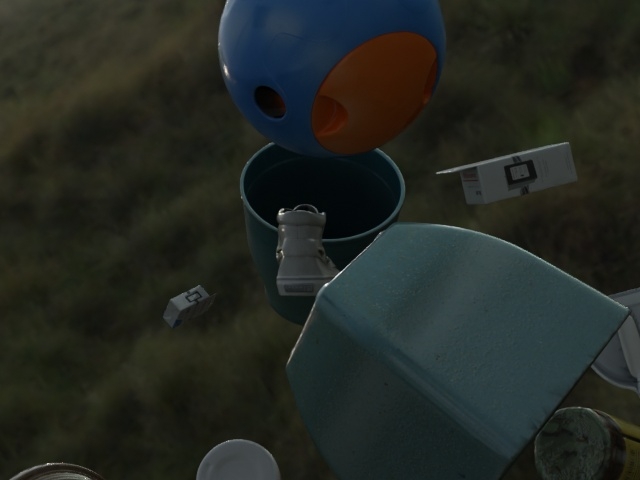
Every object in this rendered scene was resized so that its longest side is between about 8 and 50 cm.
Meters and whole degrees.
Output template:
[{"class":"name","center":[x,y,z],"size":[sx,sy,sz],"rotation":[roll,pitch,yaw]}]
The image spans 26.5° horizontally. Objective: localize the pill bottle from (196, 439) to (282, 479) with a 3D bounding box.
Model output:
[{"class":"pill bottle","center":[-0.114,0.391,2.048],"size":[0.124,0.124,0.221],"rotation":[-34,-24,-15]}]

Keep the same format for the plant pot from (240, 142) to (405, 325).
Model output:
[{"class":"plant pot","center":[0.000,0.000,2.317],"size":[0.271,0.255,0.272],"rotation":[1,43,-1]}]

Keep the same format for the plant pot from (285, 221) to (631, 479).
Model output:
[{"class":"plant pot","center":[0.114,0.127,1.384],"size":[0.247,0.252,0.248],"rotation":[-41,-16,-39]}]

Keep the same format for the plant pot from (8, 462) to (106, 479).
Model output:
[{"class":"plant pot","center":[-0.382,0.452,2.028],"size":[0.237,0.237,0.109],"rotation":[-39,13,-27]}]

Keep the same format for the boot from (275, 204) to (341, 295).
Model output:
[{"class":"boot","center":[-0.012,0.012,1.884],"size":[0.095,0.123,0.258],"rotation":[0,-1,3]}]

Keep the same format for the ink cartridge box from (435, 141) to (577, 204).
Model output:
[{"class":"ink cartridge box","center":[0.270,-0.093,1.987],"size":[0.180,0.060,0.104],"rotation":[-14,4,-8]}]

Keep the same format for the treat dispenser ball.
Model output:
[{"class":"treat dispenser ball","center":[0.014,-0.248,1.721],"size":[0.288,0.288,0.288],"rotation":[-26,19,10]}]

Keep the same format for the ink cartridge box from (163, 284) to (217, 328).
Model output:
[{"class":"ink cartridge box","center":[-0.213,0.105,2.223],"size":[0.083,0.028,0.048],"rotation":[-26,-25,-42]}]

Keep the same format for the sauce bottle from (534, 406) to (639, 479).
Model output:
[{"class":"sauce bottle","center":[0.390,0.287,1.679],"size":[0.111,0.344,0.111],"rotation":[-17,62,35]}]

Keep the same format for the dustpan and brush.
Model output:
[{"class":"dustpan and brush","center":[0.432,0.173,1.849],"size":[0.147,0.211,0.060],"rotation":[-16,-7,10]}]
